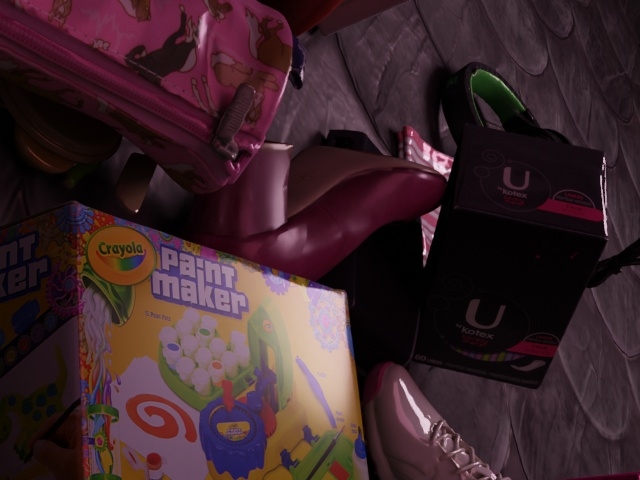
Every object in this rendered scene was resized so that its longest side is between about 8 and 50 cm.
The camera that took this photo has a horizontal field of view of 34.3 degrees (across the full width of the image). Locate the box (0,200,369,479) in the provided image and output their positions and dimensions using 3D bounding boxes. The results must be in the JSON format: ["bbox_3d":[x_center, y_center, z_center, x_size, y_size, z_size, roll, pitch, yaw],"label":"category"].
[{"bbox_3d":[-0.111,0.158,0.671,0.290,0.177,0.279,22,57,-54],"label":"box"}]

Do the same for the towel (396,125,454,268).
[{"bbox_3d":[0.153,-0.043,1.388,0.144,0.029,0.197,26,54,-52],"label":"towel"}]

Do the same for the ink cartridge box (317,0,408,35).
[{"bbox_3d":[0.052,-0.473,1.178,0.384,0.279,0.160,61,30,-21],"label":"ink cartridge box"}]

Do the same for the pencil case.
[{"bbox_3d":[-0.188,-0.165,0.685,0.386,0.167,0.160,27,74,-42],"label":"pencil case"}]

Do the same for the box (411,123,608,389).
[{"bbox_3d":[0.209,0.024,1.186,0.270,0.165,0.143,98,4,-47],"label":"box"}]

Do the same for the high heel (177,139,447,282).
[{"bbox_3d":[0.000,0.000,1.007,0.377,0.127,0.181,1,100,-50],"label":"high heel"}]

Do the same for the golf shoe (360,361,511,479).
[{"bbox_3d":[0.147,0.259,1.109,0.306,0.140,0.115,65,31,-12],"label":"golf shoe"}]

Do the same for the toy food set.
[{"bbox_3d":[-0.207,-0.108,0.798,0.192,0.039,0.132,45,33,-23],"label":"toy food set"}]

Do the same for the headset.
[{"bbox_3d":[0.337,-0.106,1.580,0.394,0.185,0.243,58,31,-4],"label":"headset"}]

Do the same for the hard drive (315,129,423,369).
[{"bbox_3d":[0.057,0.009,1.167,0.172,0.054,0.254,44,40,-42],"label":"hard drive"}]

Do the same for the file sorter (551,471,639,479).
[{"bbox_3d":[0.291,0.442,1.202,0.182,0.202,0.290,64,30,-22],"label":"file sorter"}]

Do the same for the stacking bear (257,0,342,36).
[{"bbox_3d":[-0.091,-0.339,1.000,0.289,0.164,0.175,22,57,-49],"label":"stacking bear"}]
